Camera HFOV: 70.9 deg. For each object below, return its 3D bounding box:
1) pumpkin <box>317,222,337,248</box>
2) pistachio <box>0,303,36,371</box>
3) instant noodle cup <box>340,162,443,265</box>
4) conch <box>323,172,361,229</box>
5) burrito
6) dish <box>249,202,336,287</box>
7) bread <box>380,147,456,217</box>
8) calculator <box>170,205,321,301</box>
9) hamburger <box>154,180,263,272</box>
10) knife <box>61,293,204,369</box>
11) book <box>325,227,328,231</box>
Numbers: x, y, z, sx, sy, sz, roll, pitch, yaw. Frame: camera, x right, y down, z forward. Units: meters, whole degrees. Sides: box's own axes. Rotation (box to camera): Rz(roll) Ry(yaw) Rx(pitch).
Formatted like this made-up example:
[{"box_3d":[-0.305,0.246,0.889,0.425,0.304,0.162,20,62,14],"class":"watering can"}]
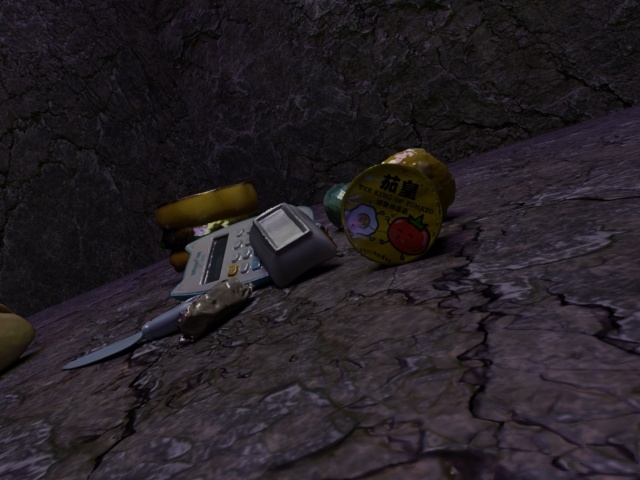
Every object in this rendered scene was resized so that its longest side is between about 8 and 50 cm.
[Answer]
[{"box_3d":[0.000,0.000,1.151,0.054,0.083,0.074,-38,9,-8],"class":"pumpkin"},{"box_3d":[-0.850,0.261,1.099,0.194,0.213,0.318,26,7,9],"class":"pistachio"},{"box_3d":[0.148,-0.052,0.847,0.182,0.182,0.144,-16,-1,24],"class":"instant noodle cup"},{"box_3d":[0.121,-0.125,1.447,0.277,0.195,0.220,-51,-19,29],"class":"conch"},{"box_3d":[-0.193,0.120,0.855,0.058,0.063,0.229,-47,-5,28],"class":"burrito"},{"box_3d":[-0.077,-0.009,1.002,0.151,0.077,0.212,-32,39,-9],"class":"dish"},{"box_3d":[0.209,-0.116,1.082,0.197,0.196,0.170,-20,1,-1],"class":"bread"},{"box_3d":[-0.175,0.028,1.116,0.387,0.054,0.256,-20,37,13],"class":"calculator"},{"box_3d":[-0.371,-0.042,1.622,0.397,0.277,0.395,-15,9,2],"class":"hamburger"},{"box_3d":[-0.370,0.196,0.885,0.332,0.044,0.080,-26,15,1],"class":"knife"},{"box_3d":[-0.065,-0.032,1.494,0.139,0.016,0.199,19,19,13],"class":"book"}]
